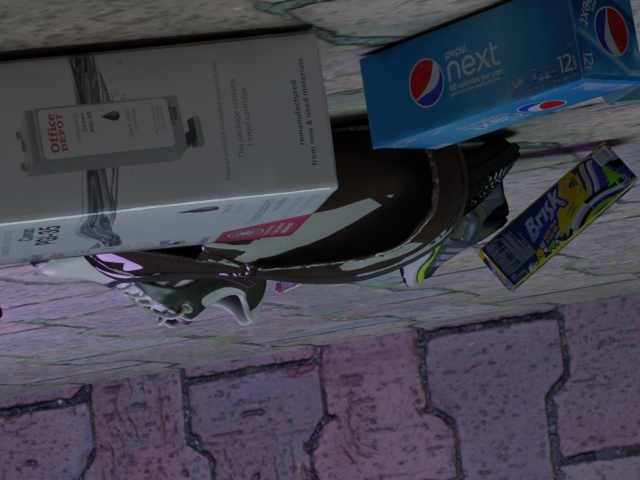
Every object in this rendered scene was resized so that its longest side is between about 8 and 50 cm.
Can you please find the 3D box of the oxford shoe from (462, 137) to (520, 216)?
[{"bbox_3d":[0.097,-0.061,1.834,0.227,0.096,0.083,-24,158,-41],"label":"oxford shoe"}]

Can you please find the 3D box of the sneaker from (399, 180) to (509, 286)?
[{"bbox_3d":[0.130,-0.022,2.042,0.121,0.111,0.300,-15,176,0],"label":"sneaker"}]

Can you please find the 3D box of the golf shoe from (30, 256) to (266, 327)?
[{"bbox_3d":[-0.170,0.031,2.068,0.273,0.120,0.105,-2,172,-31],"label":"golf shoe"}]

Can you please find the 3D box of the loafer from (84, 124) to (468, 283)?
[{"bbox_3d":[-0.055,-0.023,1.712,0.366,0.133,0.130,-10,172,16],"label":"loafer"}]

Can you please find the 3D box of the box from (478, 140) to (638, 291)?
[{"bbox_3d":[0.240,-0.023,2.017,0.169,0.054,0.059,-40,173,-3],"label":"box"}]

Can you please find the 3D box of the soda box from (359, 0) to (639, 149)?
[{"bbox_3d":[0.125,-0.121,1.412,0.067,0.071,0.210,-2,170,-42],"label":"soda box"}]

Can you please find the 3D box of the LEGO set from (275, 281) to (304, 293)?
[{"bbox_3d":[0.000,0.000,2.042,0.132,0.107,0.287,-8,172,0],"label":"LEGO set"}]

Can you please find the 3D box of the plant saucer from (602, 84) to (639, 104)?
[{"bbox_3d":[0.293,-0.141,1.643,0.067,0.018,0.192,-6,173,-14],"label":"plant saucer"}]

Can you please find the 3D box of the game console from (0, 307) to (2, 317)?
[{"bbox_3d":[-0.410,0.046,2.072,0.085,0.124,0.144,-35,171,1],"label":"game console"}]

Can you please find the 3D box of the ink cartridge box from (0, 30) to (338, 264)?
[{"bbox_3d":[-0.148,-0.058,1.419,0.283,0.117,0.207,-7,172,-11],"label":"ink cartridge box"}]
